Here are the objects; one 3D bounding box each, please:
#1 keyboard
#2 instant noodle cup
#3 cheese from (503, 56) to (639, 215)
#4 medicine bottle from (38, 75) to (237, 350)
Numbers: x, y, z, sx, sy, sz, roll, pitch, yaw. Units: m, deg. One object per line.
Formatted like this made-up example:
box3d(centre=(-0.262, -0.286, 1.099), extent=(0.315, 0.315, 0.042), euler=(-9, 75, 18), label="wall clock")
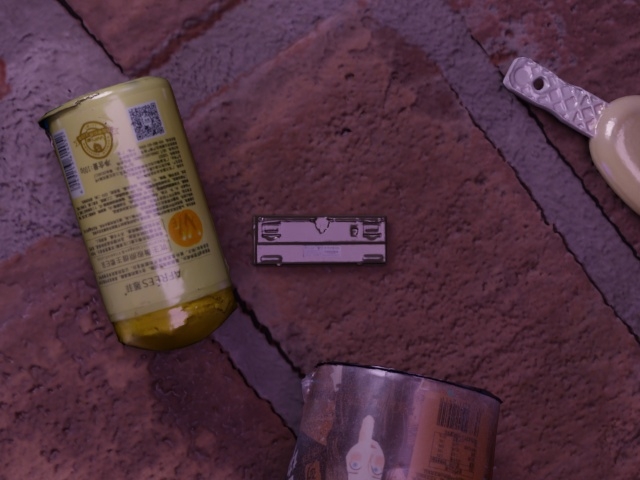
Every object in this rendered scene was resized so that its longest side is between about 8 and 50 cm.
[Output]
box3d(centre=(0.000, 0.000, 1.514), extent=(0.129, 0.015, 0.049), euler=(-1, 94, -13), label="keyboard")
box3d(centre=(0.058, 0.224, 1.429), extent=(0.218, 0.217, 0.207), euler=(15, 79, -12), label="instant noodle cup")
box3d(centre=(0.289, -0.103, 1.561), extent=(0.252, 0.054, 0.127), euler=(28, 80, -10), label="cheese")
box3d(centre=(-0.156, -0.019, 1.428), extent=(0.124, 0.124, 0.238), euler=(-19, 94, -12), label="medicine bottle")
